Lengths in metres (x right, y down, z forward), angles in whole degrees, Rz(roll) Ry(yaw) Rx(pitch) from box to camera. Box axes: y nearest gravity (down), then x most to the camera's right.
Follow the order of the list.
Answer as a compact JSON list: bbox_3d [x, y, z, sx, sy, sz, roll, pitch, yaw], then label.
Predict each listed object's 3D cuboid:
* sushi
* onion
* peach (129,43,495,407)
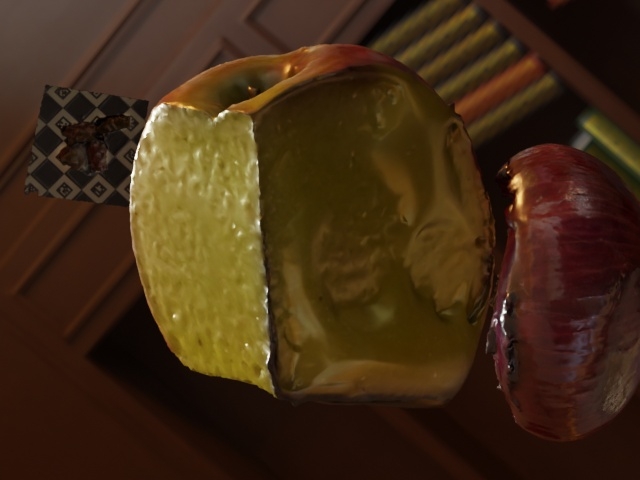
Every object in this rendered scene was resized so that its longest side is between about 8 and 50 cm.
[{"bbox_3d":[-0.256,-0.100,1.665,0.120,0.126,0.026,9,170,-3],"label":"sushi"},{"bbox_3d":[0.208,0.042,1.253,0.161,0.248,0.248,-1,171,26],"label":"onion"},{"bbox_3d":[0.000,0.000,1.436,0.242,0.306,0.380,14,122,53],"label":"peach"}]
